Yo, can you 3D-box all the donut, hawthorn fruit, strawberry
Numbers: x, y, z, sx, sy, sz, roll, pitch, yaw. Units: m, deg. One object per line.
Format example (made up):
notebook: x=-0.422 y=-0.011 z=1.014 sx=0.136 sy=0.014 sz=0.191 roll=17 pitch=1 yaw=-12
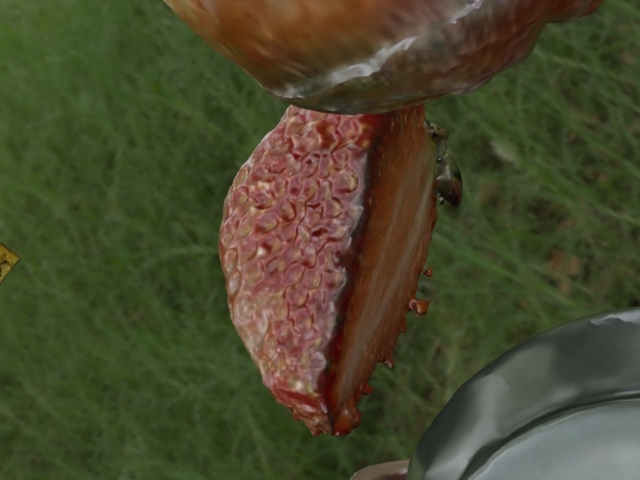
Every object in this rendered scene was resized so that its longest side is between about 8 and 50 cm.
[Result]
donut: x=-0.289 y=0.028 z=1.282 sx=0.038 sy=0.067 sz=0.083 roll=-44 pitch=38 yaw=5
hawthorn fruit: x=0.016 y=-0.123 z=0.401 sx=0.173 sy=0.173 sz=0.173 roll=-44 pitch=31 yaw=35
strawberry: x=-0.001 y=-0.006 z=0.866 sx=0.236 sy=0.106 sz=0.175 roll=-43 pitch=-44 yaw=-59

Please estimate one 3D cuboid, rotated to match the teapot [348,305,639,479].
teapot: x=0.176 y=0.176 z=0.833 sx=0.376 sy=0.362 sz=0.305 roll=-3 pitch=93 yaw=19
